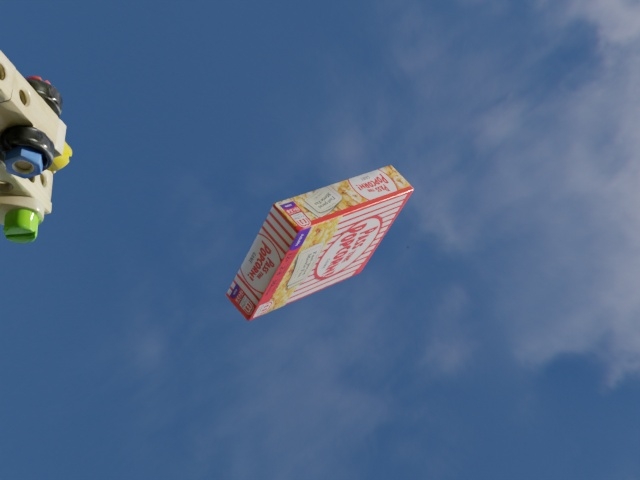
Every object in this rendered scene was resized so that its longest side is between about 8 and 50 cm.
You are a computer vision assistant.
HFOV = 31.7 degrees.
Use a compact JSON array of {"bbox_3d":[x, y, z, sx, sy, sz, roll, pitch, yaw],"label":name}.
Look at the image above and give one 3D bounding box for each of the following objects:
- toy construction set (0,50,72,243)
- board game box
[{"bbox_3d":[-0.337,-0.090,0.936,0.215,0.328,0.151,-13,-111,16],"label":"toy construction set"},{"bbox_3d":[0.000,0.000,1.252,0.045,0.193,0.146,48,-48,20],"label":"board game box"}]
